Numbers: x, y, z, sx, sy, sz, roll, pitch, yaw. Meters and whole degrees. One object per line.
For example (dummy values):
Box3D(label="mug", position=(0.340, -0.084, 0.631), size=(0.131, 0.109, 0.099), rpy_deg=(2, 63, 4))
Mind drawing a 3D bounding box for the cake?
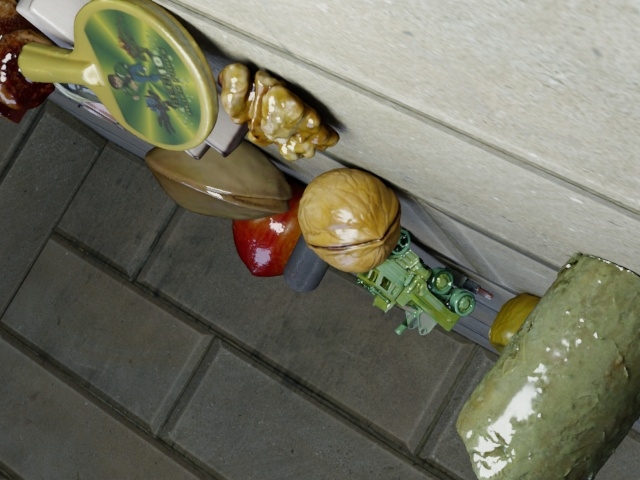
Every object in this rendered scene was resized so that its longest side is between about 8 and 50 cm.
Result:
Box3D(label="cake", position=(-0.582, -0.327, 1.820), size=(0.293, 0.196, 0.198), rpy_deg=(28, 174, 43))

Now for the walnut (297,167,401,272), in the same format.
Box3D(label="walnut", position=(0.041, -0.030, 1.446), size=(0.144, 0.144, 0.180), rpy_deg=(32, -176, -25))

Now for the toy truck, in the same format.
Box3D(label="toy truck", position=(0.142, 0.074, 1.864), size=(0.259, 0.135, 0.128), rpy_deg=(46, 170, -30))

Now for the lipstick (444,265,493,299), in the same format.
Box3D(label="lipstick", position=(0.269, 0.080, 1.926), size=(0.107, 0.025, 0.025), rpy_deg=(28, 175, 30))

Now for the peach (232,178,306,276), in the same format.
Box3D(label="peach", position=(-0.087, -0.023, 2.036), size=(0.197, 0.197, 0.197), rpy_deg=(30, 176, 2))

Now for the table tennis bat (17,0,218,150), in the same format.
Box3D(label="table tennis bat", position=(-0.244, -0.201, 1.250), size=(0.320, 0.050, 0.198), rpy_deg=(12, 134, 36))

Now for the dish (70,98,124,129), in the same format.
Box3D(label="dish", position=(-0.391, -0.268, 1.939), size=(0.213, 0.090, 0.213), rpy_deg=(30, 177, 2))

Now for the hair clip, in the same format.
Box3D(label="hair clip", position=(-0.244, -0.228, 1.402), size=(0.331, 0.085, 0.101), rpy_deg=(40, 170, -28))

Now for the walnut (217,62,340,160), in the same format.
Box3D(label="walnut", position=(-0.054, -0.141, 1.205), size=(0.143, 0.069, 0.170), rpy_deg=(29, 178, 23))

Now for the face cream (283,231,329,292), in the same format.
Box3D(label="face cream", position=(0.000, 0.000, 1.859), size=(0.073, 0.073, 0.283), rpy_deg=(30, 147, 2))

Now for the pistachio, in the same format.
Box3D(label="pistachio", position=(-0.176, -0.112, 1.839), size=(0.260, 0.163, 0.212), rpy_deg=(25, -153, 36))

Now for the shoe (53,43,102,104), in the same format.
Box3D(label="shoe", position=(-0.328, -0.254, 1.704), size=(0.227, 0.099, 0.112), rpy_deg=(28, 171, -22))

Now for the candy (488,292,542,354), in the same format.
Box3D(label="candy", position=(0.396, 0.183, 1.709), size=(0.260, 0.118, 0.260), rpy_deg=(30, 171, 5))

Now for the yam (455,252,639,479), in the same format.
Box3D(label="yam", position=(0.270, 0.168, 1.171), size=(0.168, 0.304, 0.168), rpy_deg=(35, -175, -4))
